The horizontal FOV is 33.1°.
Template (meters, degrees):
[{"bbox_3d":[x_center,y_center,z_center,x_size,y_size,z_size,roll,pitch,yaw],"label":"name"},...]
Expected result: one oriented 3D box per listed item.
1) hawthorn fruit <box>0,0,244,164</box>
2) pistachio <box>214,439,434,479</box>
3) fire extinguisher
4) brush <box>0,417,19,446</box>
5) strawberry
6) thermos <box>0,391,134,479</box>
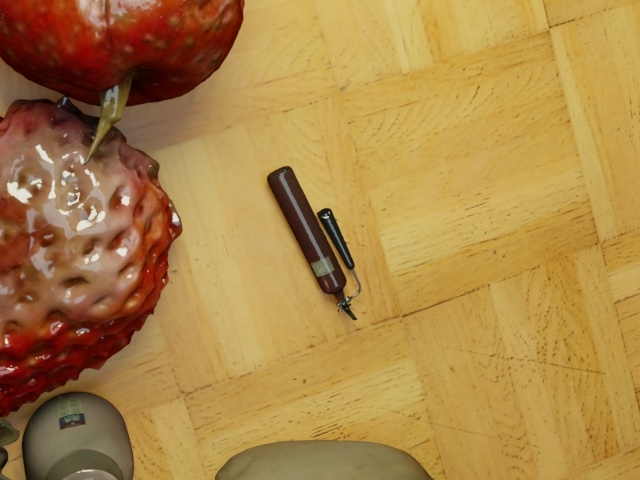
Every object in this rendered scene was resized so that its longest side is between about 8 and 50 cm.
[{"bbox_3d":[-0.176,-0.240,0.917,0.258,0.258,0.262,-30,64,-11],"label":"hawthorn fruit"},{"bbox_3d":[0.006,0.273,1.100,0.238,0.153,0.137,1,87,10],"label":"pistachio"},{"bbox_3d":[0.000,0.000,1.119,0.049,0.035,0.173,-41,110,-48],"label":"fire extinguisher"},{"bbox_3d":[-0.395,0.195,0.980,0.248,0.043,0.036,-18,65,9],"label":"brush"},{"bbox_3d":[-0.280,0.037,0.979,0.265,0.149,0.336,36,87,-19],"label":"strawberry"},{"bbox_3d":[-0.237,0.213,0.989,0.137,0.193,0.105,10,95,-17],"label":"thermos"}]
